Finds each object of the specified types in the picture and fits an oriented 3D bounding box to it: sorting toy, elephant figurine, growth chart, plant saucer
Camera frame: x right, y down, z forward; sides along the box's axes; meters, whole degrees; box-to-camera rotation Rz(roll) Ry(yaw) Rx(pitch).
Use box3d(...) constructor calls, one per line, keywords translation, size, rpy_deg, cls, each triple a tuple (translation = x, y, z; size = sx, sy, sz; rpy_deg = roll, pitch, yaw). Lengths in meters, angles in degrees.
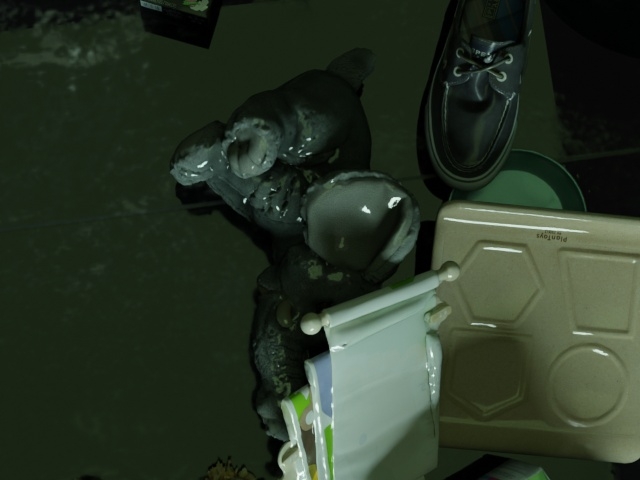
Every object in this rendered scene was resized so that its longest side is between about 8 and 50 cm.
box3d(translation=(0.180, 0.075, 1.126), size=(0.193, 0.038, 0.208), rpy_deg=(5, 99, -3), cls="sorting toy")
box3d(translation=(0.000, 0.000, 1.085), size=(0.186, 0.169, 0.239), rpy_deg=(-32, 89, 25), cls="elephant figurine")
box3d(translation=(0.034, 0.141, 1.053), size=(0.172, 0.021, 0.237), rpy_deg=(-13, 116, -35), cls="growth chart")
box3d(translation=(0.163, -0.017, 1.155), size=(0.119, 0.021, 0.119), rpy_deg=(0, 83, -4), cls="plant saucer")

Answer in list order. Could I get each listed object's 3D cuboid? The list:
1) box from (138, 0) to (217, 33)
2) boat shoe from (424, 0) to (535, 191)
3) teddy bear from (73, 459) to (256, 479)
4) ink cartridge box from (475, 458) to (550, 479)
box3d(translation=(-0.111, -0.225, 1.143), size=(0.062, 0.052, 0.083), rpy_deg=(16, 82, -3), cls="box")
box3d(translation=(0.138, -0.156, 1.131), size=(0.080, 0.076, 0.228), rpy_deg=(15, 79, 8), cls="boat shoe")
box3d(translation=(-0.163, 0.307, 1.068), size=(0.338, 0.113, 0.245), rpy_deg=(-40, 95, -14), cls="teddy bear")
box3d(translation=(0.089, 0.252, 1.077), size=(0.209, 0.109, 0.062), rpy_deg=(-30, 87, -6), cls="ink cartridge box")
